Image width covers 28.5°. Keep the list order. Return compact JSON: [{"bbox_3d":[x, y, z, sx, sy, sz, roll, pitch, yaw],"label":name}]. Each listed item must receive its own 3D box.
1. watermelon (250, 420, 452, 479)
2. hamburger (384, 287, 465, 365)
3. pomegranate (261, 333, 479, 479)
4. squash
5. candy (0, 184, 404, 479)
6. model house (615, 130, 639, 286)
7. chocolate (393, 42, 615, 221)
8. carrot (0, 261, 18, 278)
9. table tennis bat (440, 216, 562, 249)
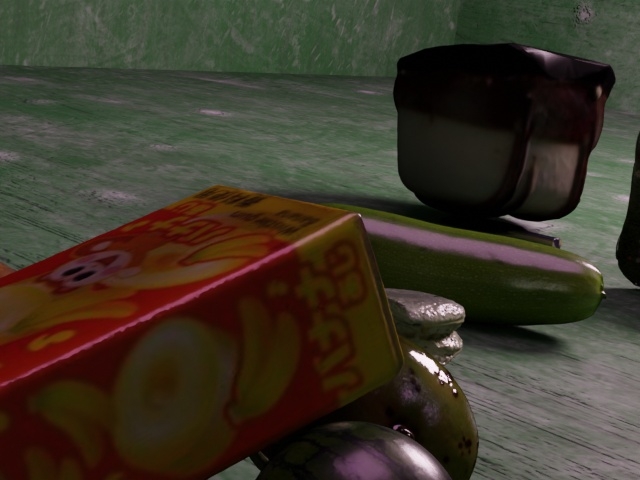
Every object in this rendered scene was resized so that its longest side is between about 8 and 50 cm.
[{"bbox_3d":[0.010,0.126,0.553,0.109,0.109,0.109,7,12,-1],"label":"watermelon"},{"bbox_3d":[0.067,0.064,0.993,0.084,0.054,0.121,-4,9,-34],"label":"hamburger"},{"bbox_3d":[0.020,0.106,0.669,0.114,0.114,0.142,4,-12,-14],"label":"pomegranate"},{"bbox_3d":[0.102,0.025,1.111,0.292,0.082,0.082,12,13,9],"label":"squash"},{"bbox_3d":[-0.116,0.066,0.558,0.276,0.088,0.146,-25,21,-26],"label":"candy"},{"bbox_3d":[0.460,-0.019,1.231,0.294,0.207,0.154,6,15,-3],"label":"model house"},{"bbox_3d":[0.218,-0.116,1.530,0.283,0.186,0.283,3,-6,0],"label":"chocolate"},{"bbox_3d":[-0.203,0.063,0.795,0.263,0.102,0.102,21,17,29],"label":"carrot"},{"bbox_3d":[0.214,-0.011,1.497,0.158,0.014,0.095,16,13,41],"label":"table tennis bat"}]
